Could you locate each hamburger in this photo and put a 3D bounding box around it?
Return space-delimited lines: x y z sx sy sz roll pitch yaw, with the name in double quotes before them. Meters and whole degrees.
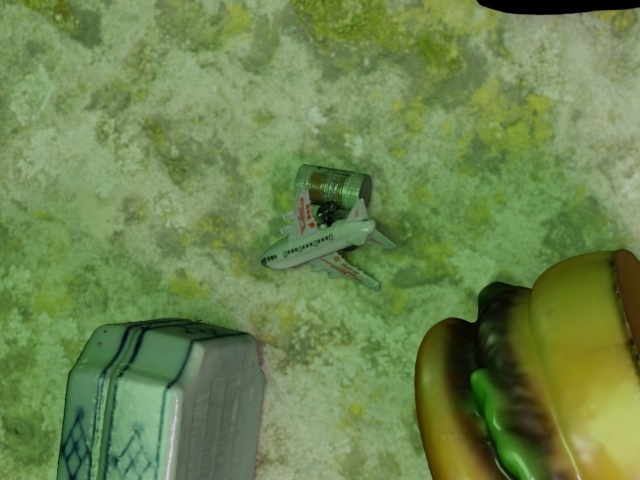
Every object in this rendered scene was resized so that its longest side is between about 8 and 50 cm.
"hamburger" 0.254 0.211 1.716 0.277 0.395 0.396 -27 80 18

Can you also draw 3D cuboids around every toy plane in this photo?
"toy plane" 0.000 0.000 1.971 0.171 0.065 0.162 -12 126 39

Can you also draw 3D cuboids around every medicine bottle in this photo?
"medicine bottle" 0.015 -0.062 1.987 0.083 0.047 0.047 10 92 21

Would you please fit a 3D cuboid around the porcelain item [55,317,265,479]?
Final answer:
"porcelain item" -0.185 0.232 1.932 0.157 0.281 0.286 8 94 19

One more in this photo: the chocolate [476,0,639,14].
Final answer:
"chocolate" 0.289 -0.355 1.778 0.283 0.283 0.186 -7 85 20
